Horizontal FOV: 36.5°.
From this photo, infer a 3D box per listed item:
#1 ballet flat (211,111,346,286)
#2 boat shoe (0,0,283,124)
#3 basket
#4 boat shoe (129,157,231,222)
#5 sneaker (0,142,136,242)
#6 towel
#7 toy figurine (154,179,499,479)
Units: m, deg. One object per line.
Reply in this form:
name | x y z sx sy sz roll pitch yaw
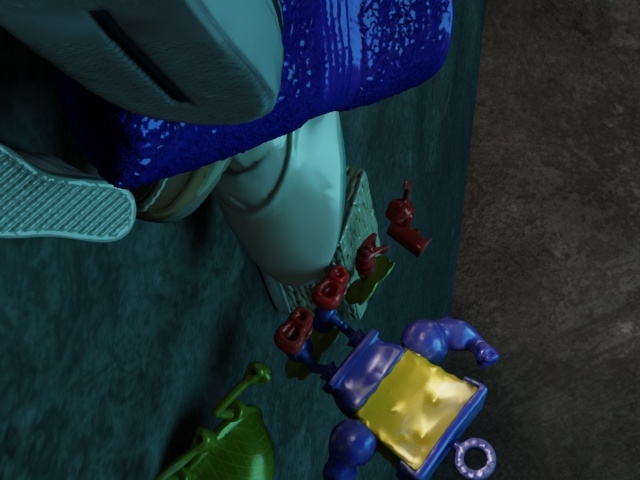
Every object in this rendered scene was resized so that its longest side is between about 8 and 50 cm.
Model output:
ballet flat | -0.061 -0.154 0.783 0.139 0.139 0.401 -26 118 -71
boat shoe | -0.076 -0.138 0.280 0.335 0.121 0.119 72 19 -77
basket | 0.000 0.000 1.045 0.167 0.103 0.113 75 28 -53
boat shoe | -0.110 -0.175 0.615 0.116 0.123 0.325 9 85 -51
sneaker | -0.178 -0.029 0.550 0.134 0.070 0.051 14 92 -44
towel | -0.025 -0.174 0.567 0.308 0.076 0.228 -27 112 -45
toy figurine | 0.053 0.155 0.855 0.362 0.217 0.191 -50 170 -20
